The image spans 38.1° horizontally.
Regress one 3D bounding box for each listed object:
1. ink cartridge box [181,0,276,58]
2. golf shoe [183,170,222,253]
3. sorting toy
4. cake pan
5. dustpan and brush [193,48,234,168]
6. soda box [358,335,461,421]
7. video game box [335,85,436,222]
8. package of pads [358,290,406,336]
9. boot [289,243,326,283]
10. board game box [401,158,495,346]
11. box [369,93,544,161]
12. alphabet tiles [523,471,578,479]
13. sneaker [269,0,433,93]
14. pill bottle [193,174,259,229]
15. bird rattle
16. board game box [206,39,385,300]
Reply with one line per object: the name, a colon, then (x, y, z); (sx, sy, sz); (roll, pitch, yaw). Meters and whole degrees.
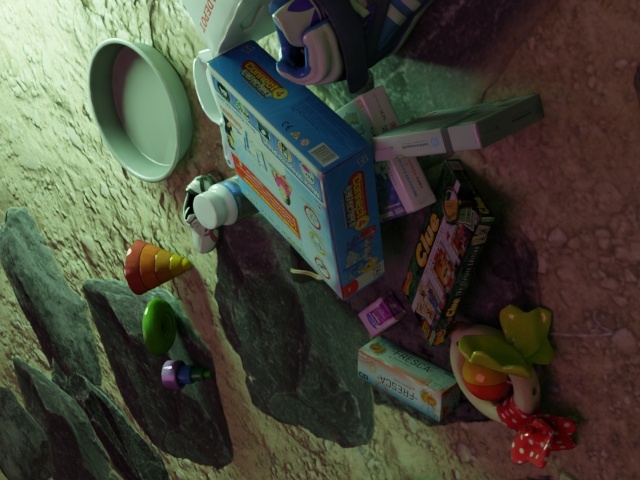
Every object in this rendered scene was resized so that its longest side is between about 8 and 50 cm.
ink cartridge box: (-0.159, -0.499, 1.347); (0.384, 0.160, 0.279); (61, 161, 2)
golf shoe: (-0.239, -0.047, 1.807); (0.067, 0.086, 0.186); (32, 133, 30)
sorting toy: (-0.312, 0.165, 2.021); (0.126, 0.127, 0.365); (-4, 114, 17)
cake pan: (-0.355, -0.260, 1.836); (0.293, 0.054, 0.293); (25, 127, 37)
dustpan and brush: (-0.168, -0.235, 1.642); (0.147, 0.060, 0.211); (-1, 110, 48)
soda box: (0.149, 0.231, 1.565); (0.183, 0.058, 0.063); (25, 128, 37)
video game box: (0.076, -0.120, 1.413); (0.187, 0.048, 0.205); (67, 158, -1)
package of pads: (0.104, 0.126, 1.575); (0.050, 0.032, 0.083); (54, 140, 6)
boot: (0.000, 0.000, 1.589); (0.198, 0.077, 0.137); (-7, 101, 48)
board game box: (0.185, 0.022, 1.385); (0.136, 0.030, 0.259); (-110, 26, -46)
box: (0.181, -0.151, 1.246); (0.186, 0.145, 0.038); (-1, 110, 47)
alphabet tiles: (0.446, 0.524, 1.445); (0.343, 0.011, 0.285); (30, 130, 33)
sneaker: (0.050, -0.335, 1.211); (0.130, 0.236, 0.322); (47, 139, 18)
pill bottle: (-0.154, -0.073, 1.659); (0.078, 0.137, 0.078); (25, 127, 37)
bird rattle: (0.284, 0.211, 1.396); (0.207, 0.143, 0.253); (19, 138, 54)
board game box: (-0.034, -0.106, 1.434); (0.308, 0.086, 0.302); (46, 160, 33)
